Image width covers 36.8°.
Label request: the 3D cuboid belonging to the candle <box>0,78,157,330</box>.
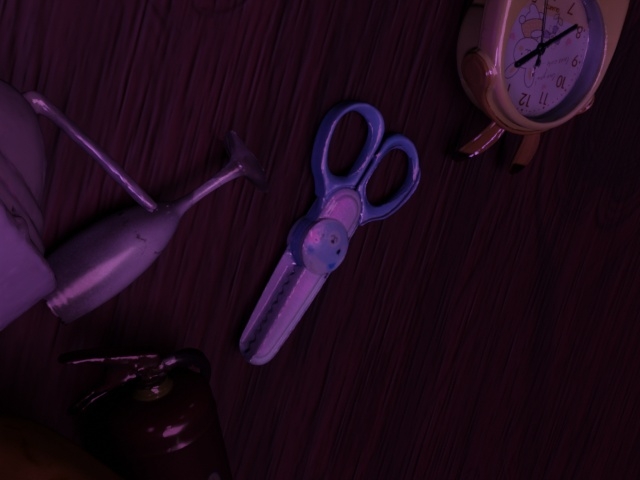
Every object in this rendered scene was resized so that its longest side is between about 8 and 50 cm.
[{"bbox_3d":[-0.294,0.003,0.561,0.342,0.221,0.221,-42,126,-19],"label":"candle"}]

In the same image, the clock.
[{"bbox_3d":[0.201,-0.177,0.929,0.170,0.069,0.232,7,104,-37],"label":"clock"}]

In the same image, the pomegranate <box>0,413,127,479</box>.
[{"bbox_3d":[-0.227,0.271,0.630,0.333,0.332,0.332,-13,114,-31],"label":"pomegranate"}]

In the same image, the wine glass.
[{"bbox_3d":[-0.136,-0.009,0.763,0.198,0.066,0.066,-37,125,-16],"label":"wine glass"}]

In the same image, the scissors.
[{"bbox_3d":[0.000,0.000,0.878,0.125,0.030,0.256,35,83,-39],"label":"scissors"}]

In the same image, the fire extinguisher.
[{"bbox_3d":[-0.134,0.220,0.820,0.141,0.105,0.341,-25,123,-27],"label":"fire extinguisher"}]
